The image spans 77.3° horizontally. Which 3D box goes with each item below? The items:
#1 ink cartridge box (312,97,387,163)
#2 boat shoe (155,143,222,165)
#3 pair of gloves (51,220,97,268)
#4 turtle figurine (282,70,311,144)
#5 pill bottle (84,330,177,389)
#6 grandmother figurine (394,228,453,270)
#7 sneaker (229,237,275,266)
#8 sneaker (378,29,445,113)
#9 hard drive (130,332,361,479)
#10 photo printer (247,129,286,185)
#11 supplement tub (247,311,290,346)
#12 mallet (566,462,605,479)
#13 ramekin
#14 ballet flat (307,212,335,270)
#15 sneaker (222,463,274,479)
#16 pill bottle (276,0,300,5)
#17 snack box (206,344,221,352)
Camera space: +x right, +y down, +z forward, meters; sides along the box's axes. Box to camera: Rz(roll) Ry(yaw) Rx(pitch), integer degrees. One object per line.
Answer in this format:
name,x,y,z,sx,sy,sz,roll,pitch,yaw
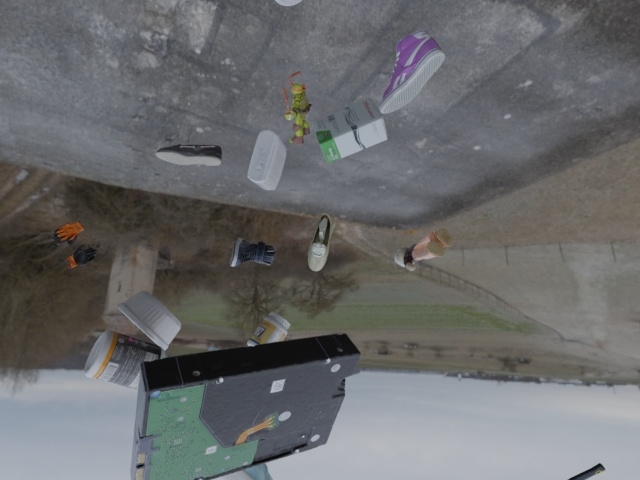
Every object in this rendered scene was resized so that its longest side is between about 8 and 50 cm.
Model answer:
ink cartridge box,0.093,-0.355,1.289,0.209,0.153,0.086,-21,134,8
boat shoe,-0.685,-0.461,2.108,0.336,0.095,0.112,4,160,-5
pair of gloves,-0.461,0.008,0.754,0.010,0.083,0.074,-16,-164,15
turtle figurine,-0.073,-0.471,1.423,0.087,0.269,0.217,1,135,4
pill bottle,-0.650,0.432,1.402,0.279,0.162,0.162,31,147,-32
grandmother figurine,0.410,0.040,1.656,0.208,0.104,0.342,-38,179,-22
sneaker,-0.258,0.057,1.541,0.164,0.086,0.226,18,-164,-8
sneaker,0.283,-0.580,1.375,0.102,0.160,0.282,-8,153,-46
hard drive,-0.116,0.274,0.649,0.339,0.236,0.064,-1,-151,-32
photo printer,-0.257,-0.386,1.993,0.107,0.255,0.307,16,180,5
supplement tub,-0.258,0.476,2.016,0.145,0.199,0.144,29,157,14
mallet,0.529,0.538,0.868,0.190,0.039,0.062,-36,112,17
ramekin,-0.718,0.331,1.705,0.273,0.127,0.272,33,154,19
ballet flat,0.000,0.000,1.635,0.086,0.248,0.086,13,163,4
sneaker,-0.167,0.413,0.836,0.135,0.150,0.365,9,135,47
pill bottle,-0.123,-0.830,1.206,0.121,0.216,0.121,-20,160,-7
snack box,-0.267,0.440,1.327,0.175,0.070,0.207,12,150,29
